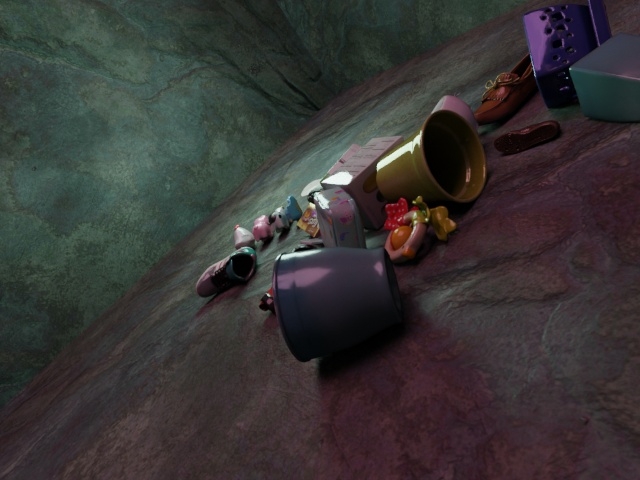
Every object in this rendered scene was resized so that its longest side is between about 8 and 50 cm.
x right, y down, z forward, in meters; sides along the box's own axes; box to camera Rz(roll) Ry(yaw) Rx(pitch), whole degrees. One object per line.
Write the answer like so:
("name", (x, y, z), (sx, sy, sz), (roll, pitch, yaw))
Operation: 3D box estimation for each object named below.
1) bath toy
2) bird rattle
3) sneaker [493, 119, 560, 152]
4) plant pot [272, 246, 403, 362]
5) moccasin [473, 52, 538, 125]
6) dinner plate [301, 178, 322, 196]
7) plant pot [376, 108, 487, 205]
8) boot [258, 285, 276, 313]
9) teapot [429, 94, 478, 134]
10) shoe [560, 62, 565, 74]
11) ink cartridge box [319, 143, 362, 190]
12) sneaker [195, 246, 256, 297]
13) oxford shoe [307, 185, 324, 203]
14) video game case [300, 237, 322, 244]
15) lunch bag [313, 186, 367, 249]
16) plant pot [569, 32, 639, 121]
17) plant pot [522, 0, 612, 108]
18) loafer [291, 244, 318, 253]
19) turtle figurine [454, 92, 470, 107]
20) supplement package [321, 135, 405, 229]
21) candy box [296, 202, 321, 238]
("bath toy", (-0.249, -0.070, 2.189), (0.348, 0.129, 0.151), (-28, -11, 18))
("bird rattle", (0.242, -0.033, 1.383), (0.253, 0.143, 0.206), (0, 58, 61))
("sneaker", (0.626, -0.313, 1.470), (0.188, 0.066, 0.071), (-9, 18, 41))
("plant pot", (0.056, 0.134, 1.163), (0.255, 0.271, 0.271), (-14, 27, 14))
("moccasin", (0.671, -0.547, 1.739), (0.380, 0.147, 0.139), (-39, 22, -7))
("dinner plate", (-0.043, -0.271, 2.437), (0.141, 0.017, 0.141), (-31, 21, 13))
("plant pot", (0.315, -0.217, 1.476), (0.254, 0.276, 0.276), (-19, 26, 54))
("boot", (-0.149, 0.149, 1.647), (0.176, 0.088, 0.244), (-39, 25, -1))
("teapot", (0.449, -0.354, 1.650), (0.256, 0.187, 0.252), (-64, 3, -11))
("shoe", (0.845, -0.560, 1.643), (0.076, 0.058, 0.219), (-67, 16, 7))
("ink cartridge box", (0.113, -0.238, 1.841), (0.087, 0.153, 0.208), (33, 77, 36))
("sneaker", (-0.376, 0.138, 1.974), (0.295, 0.123, 0.178), (-40, 12, -11))
("oxford shoe", (0.043, -0.178, 2.023), (0.227, 0.096, 0.082), (3, 77, 40))
("video game case", (0.000, 0.000, 1.734), (0.122, 0.011, 0.087), (-9, 8, -29))
("lunch bag", (0.062, -0.041, 1.539), (0.108, 0.224, 0.279), (-16, 20, -6))
("plant pot", (0.807, -0.407, 1.242), (0.166, 0.165, 0.234), (-36, 29, 3))
("plant pot", (0.758, -0.572, 1.464), (0.212, 0.236, 0.235), (-13, 72, 32))
("loafer", (-0.046, 0.054, 1.665), (0.109, 0.095, 0.302), (-38, 22, -4))
("turtle figurine", (0.503, -0.468, 1.878), (0.234, 0.118, 0.175), (-51, 6, 5))
("supplement package", (0.190, -0.203, 1.693), (0.263, 0.199, 0.198), (-42, 23, -14))
("candy box", (-0.015, -0.070, 1.869), (0.109, 0.053, 0.187), (-58, 27, 3))
